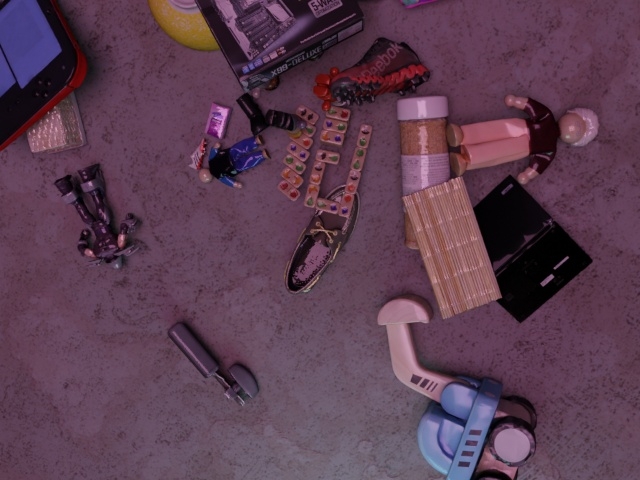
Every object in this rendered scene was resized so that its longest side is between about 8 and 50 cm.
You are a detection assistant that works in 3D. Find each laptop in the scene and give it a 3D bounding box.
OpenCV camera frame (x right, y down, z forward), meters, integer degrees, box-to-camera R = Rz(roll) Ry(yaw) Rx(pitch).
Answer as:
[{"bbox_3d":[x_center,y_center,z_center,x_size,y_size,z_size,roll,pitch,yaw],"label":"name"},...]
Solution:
[{"bbox_3d":[0.476,0.024,1.853,0.234,0.137,0.264,-44,117,14],"label":"laptop"}]

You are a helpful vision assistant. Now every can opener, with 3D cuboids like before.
[{"bbox_3d":[-0.279,0.317,2.005,0.095,0.076,0.283,-41,92,-19],"label":"can opener"}]

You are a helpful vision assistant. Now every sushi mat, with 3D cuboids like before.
[{"bbox_3d":[0.307,0.020,1.766,0.151,0.019,0.317,-22,102,-5],"label":"sushi mat"}]

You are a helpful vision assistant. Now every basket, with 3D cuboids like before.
[{"bbox_3d":[-0.682,-0.308,1.926,0.113,0.103,0.167,-11,99,12],"label":"basket"}]

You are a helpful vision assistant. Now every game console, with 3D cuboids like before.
[{"bbox_3d":[-0.760,-0.453,1.866,0.342,0.060,0.387,-35,70,12],"label":"game console"}]

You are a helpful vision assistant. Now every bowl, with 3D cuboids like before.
[{"bbox_3d":[-0.291,-0.596,1.788,0.289,0.156,0.290,2,101,9],"label":"bowl"}]

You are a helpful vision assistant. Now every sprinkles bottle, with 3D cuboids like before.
[{"bbox_3d":[0.248,-0.160,1.799,0.121,0.121,0.356,-2,100,9],"label":"sprinkles bottle"}]

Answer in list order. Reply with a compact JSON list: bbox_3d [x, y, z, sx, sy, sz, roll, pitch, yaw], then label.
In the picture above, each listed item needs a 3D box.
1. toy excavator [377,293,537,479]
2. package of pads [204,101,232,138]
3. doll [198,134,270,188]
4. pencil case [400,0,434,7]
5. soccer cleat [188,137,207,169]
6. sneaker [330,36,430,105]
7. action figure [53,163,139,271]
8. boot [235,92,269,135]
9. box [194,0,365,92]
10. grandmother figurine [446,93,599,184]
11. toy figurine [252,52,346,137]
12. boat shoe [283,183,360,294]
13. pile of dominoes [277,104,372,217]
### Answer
[{"bbox_3d":[0.310,0.394,1.860,0.445,0.222,0.433,19,101,14],"label":"toy excavator"},{"bbox_3d":[-0.256,-0.299,1.898,0.050,0.032,0.083,19,102,8],"label":"package of pads"},{"bbox_3d":[-0.222,-0.192,1.905,0.188,0.046,0.129,-23,95,12],"label":"doll"},{"bbox_3d":[0.286,-0.597,1.729,0.236,0.104,0.105,-8,99,12],"label":"pencil case"},{"bbox_3d":[-0.310,-0.220,1.923,0.035,0.029,0.083,16,107,1],"label":"soccer cleat"},{"bbox_3d":[0.122,-0.391,1.738,0.097,0.276,0.135,-34,78,56],"label":"sneaker"},{"bbox_3d":[-0.568,-0.047,1.964,0.185,0.099,0.285,-21,100,5],"label":"action figure"},{"bbox_3d":[-0.166,-0.308,1.841,0.045,0.121,0.099,-32,100,10],"label":"boot"},{"bbox_3d":[-0.092,-0.504,1.669,0.307,0.076,0.243,-28,81,-2],"label":"box"},{"bbox_3d":[0.467,-0.230,1.731,0.342,0.104,0.208,-13,117,-4],"label":"grandmother figurine"},{"bbox_3d":[-0.056,-0.369,1.787,0.209,0.148,0.213,-35,79,19],"label":"toy figurine"},{"bbox_3d":[0.004,0.002,1.881,0.109,0.091,0.305,30,103,2],"label":"boat shoe"},{"bbox_3d":[0.006,-0.199,1.834,0.195,0.040,0.251,14,84,7],"label":"pile of dominoes"}]
